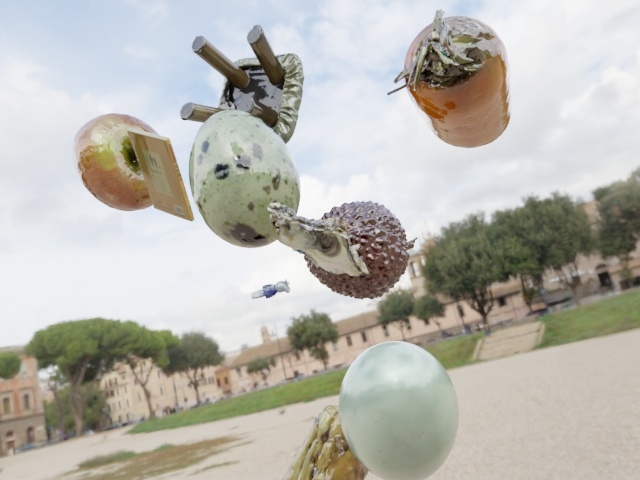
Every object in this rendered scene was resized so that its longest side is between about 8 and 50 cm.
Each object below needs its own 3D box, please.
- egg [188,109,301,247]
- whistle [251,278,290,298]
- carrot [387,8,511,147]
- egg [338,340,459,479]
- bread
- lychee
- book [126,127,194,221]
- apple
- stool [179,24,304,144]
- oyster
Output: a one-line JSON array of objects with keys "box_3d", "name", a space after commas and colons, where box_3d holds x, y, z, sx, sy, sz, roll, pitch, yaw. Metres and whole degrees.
[{"box_3d": [-0.200, -0.164, 1.550, 0.287, 0.380, 0.287, -10, -10, -2], "name": "egg"}, {"box_3d": [-0.100, 0.103, 1.190, 0.083, 0.033, 0.029, -18, -36, 2], "name": "whistle"}, {"box_3d": [0.252, -0.313, 1.111, 0.214, 0.193, 0.331, 18, -4, 20], "name": "carrot"}, {"box_3d": [0.153, 0.345, 1.149, 0.229, 0.230, 0.371, -13, -45, -2], "name": "egg"}, {"box_3d": [0.041, 0.643, 1.651, 0.167, 0.325, 0.277, 27, -9, 34], "name": "bread"}, {"box_3d": [0.105, 0.026, 1.508, 0.299, 0.264, 0.264, -3, -15, -12], "name": "lychee"}, {"box_3d": [-0.297, -0.121, 1.097, 0.118, 0.172, 0.012, 18, 43, 34], "name": "book"}, {"box_3d": [-0.607, -0.231, 1.804, 0.277, 0.309, 0.250, -21, -2, -40], "name": "apple"}, {"box_3d": [-0.238, -0.453, 1.787, 0.310, 0.311, 0.226, 2, -8, 31], "name": "stool"}, {"box_3d": [0.000, 0.000, 1.291, 0.214, 0.083, 0.223, 11, -29, 49], "name": "oyster"}]
